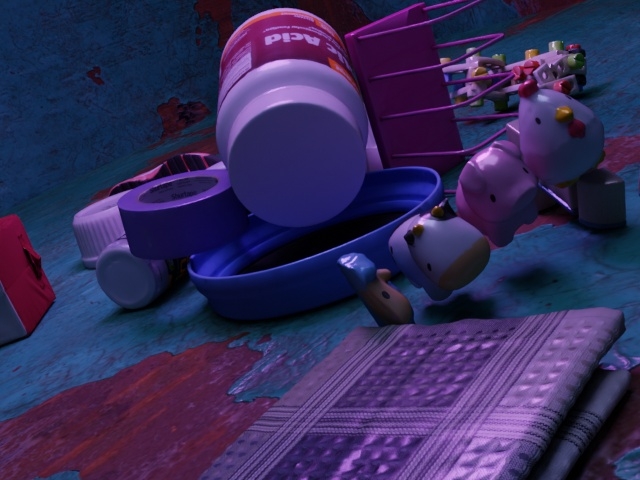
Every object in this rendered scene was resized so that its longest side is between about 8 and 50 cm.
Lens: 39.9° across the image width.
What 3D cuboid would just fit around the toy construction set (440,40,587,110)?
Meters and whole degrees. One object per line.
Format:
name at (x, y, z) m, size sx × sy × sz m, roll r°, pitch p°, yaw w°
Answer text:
toy construction set at (0.402, -0.328, 1.766) m, size 0.215 × 0.151 × 0.328 m, roll -1°, pitch 13°, yaw -30°

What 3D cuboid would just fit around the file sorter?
file sorter at (0.207, -0.237, 1.448) m, size 0.182 × 0.290 × 0.202 m, roll 0°, pitch 25°, yaw 45°

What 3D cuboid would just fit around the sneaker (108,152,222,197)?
sneaker at (-0.382, -0.156, 2.231) m, size 0.314 × 0.116 × 0.136 m, roll -17°, pitch 14°, yaw 11°

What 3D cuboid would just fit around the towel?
towel at (0.070, 0.160, 0.730) m, size 0.312 × 0.056 × 0.324 m, roll -10°, pitch 20°, yaw 42°

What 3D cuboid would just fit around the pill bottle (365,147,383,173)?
pill bottle at (-0.004, -0.104, 1.529) m, size 0.221 × 0.124 × 0.124 m, roll -5°, pitch 15°, yaw -4°

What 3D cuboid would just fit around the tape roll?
tape roll at (-0.208, -0.043, 1.348) m, size 0.189 × 0.080 × 0.189 m, roll -10°, pitch 20°, yaw 4°

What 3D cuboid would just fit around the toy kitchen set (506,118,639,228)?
toy kitchen set at (0.366, -0.088, 1.127) m, size 0.166 × 0.122 × 0.207 m, roll -22°, pitch 36°, yaw -8°

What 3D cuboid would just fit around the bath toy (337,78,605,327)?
bath toy at (0.175, -0.047, 0.970) m, size 0.348 × 0.129 × 0.151 m, roll -42°, pitch 25°, yaw -13°

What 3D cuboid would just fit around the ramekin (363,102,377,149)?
ramekin at (0.003, -0.215, 1.926) m, size 0.273 × 0.127 × 0.273 m, roll -19°, pitch 15°, yaw 5°

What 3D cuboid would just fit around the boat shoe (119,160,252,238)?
boat shoe at (-0.235, -0.028, 1.626) m, size 0.335 × 0.121 × 0.119 m, roll -32°, pitch 25°, yaw 17°

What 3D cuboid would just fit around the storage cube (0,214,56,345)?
storage cube at (-0.609, 0.085, 1.559) m, size 0.215 × 0.183 × 0.193 m, roll -19°, pitch 16°, yaw 3°

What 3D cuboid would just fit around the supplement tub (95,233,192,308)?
supplement tub at (-0.278, 0.025, 1.475) m, size 0.117 × 0.117 × 0.190 m, roll -12°, pitch 18°, yaw 27°

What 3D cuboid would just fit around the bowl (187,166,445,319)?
bowl at (0.000, 0.000, 1.290) m, size 0.391 × 0.077 × 0.391 m, roll -19°, pitch 16°, yaw 6°

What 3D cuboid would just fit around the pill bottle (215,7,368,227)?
pill bottle at (-0.046, -0.195, 1.345) m, size 0.224 × 0.224 × 0.392 m, roll -19°, pitch 30°, yaw 5°

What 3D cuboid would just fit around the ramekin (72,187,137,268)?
ramekin at (-0.425, -0.032, 1.873) m, size 0.207 × 0.109 × 0.207 m, roll -19°, pitch 15°, yaw 5°
